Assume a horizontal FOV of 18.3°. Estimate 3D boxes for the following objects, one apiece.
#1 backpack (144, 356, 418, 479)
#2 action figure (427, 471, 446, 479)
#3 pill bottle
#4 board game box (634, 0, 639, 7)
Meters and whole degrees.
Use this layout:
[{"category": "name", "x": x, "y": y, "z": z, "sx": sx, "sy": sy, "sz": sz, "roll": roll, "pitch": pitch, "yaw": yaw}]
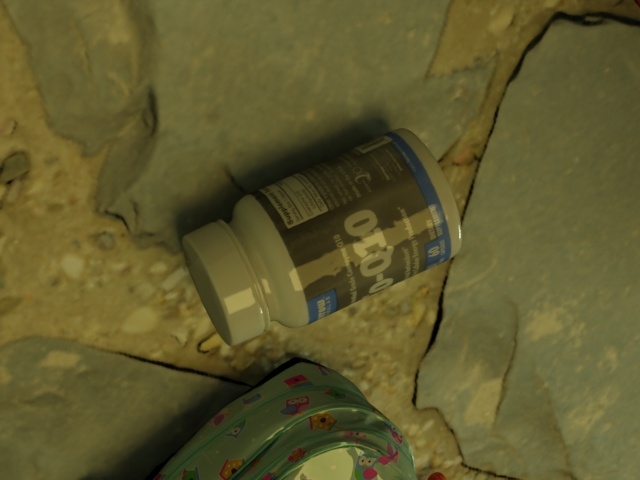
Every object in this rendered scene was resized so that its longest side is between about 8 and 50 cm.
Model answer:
[{"category": "backpack", "x": -0.028, "y": 0.161, "z": 1.143, "sx": 0.182, "sy": 0.115, "sz": 0.152, "roll": -44, "pitch": 130, "yaw": 1}, {"category": "action figure", "x": 0.040, "y": 0.190, "z": 1.260, "sx": 0.038, "sy": 0.030, "sz": 0.115, "roll": 34, "pitch": 100, "yaw": -36}, {"category": "pill bottle", "x": 0.000, "y": 0.000, "z": 1.067, "sx": 0.137, "sy": 0.078, "sz": 0.078, "roll": -25, "pitch": 131, "yaw": -12}, {"category": "board game box", "x": 0.452, "y": -0.097, "z": 1.016, "sx": 0.356, "sy": 0.356, "sz": 0.356, "roll": 35, "pitch": 103, "yaw": -34}]
